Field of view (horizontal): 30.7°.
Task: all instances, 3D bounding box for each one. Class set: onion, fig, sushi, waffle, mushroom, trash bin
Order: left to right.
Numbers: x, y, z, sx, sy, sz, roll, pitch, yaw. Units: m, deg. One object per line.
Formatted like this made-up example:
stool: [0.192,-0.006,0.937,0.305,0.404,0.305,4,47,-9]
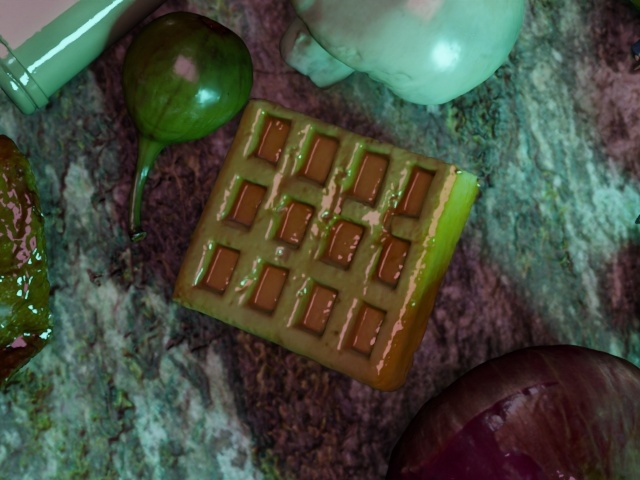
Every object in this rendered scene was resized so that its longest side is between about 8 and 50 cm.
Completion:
sushi: [-0.350,0.009,1.090,0.179,0.167,0.296,-11,98,-27]
trash bin: [-0.262,-0.284,1.111,0.247,0.121,0.243,-38,93,-6]
fig: [-0.149,-0.108,1.140,0.124,0.124,0.236,21,113,-4]
waffle: [0.000,0.000,1.116,0.248,0.055,0.221,21,90,19]
mushroom: [0.058,-0.234,1.108,0.254,0.234,0.260,21,47,-34]
onion: [0.225,0.283,1.021,0.348,0.385,0.347,-2,106,-7]

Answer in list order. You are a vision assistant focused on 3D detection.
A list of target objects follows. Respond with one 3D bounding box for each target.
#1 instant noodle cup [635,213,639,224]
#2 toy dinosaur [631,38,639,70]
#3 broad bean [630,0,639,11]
instant noodle cup: [0.422,-0.016,1.118,0.213,0.213,0.174,-42,75,-3]
toy dinosaur: [0.361,-0.201,1.202,0.083,0.030,0.047,-22,93,-3]
broad bean: [0.392,-0.318,1.160,0.156,0.122,0.228,44,83,-2]
